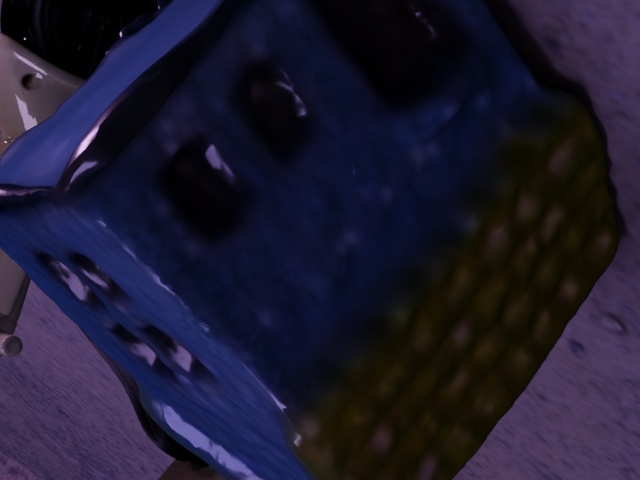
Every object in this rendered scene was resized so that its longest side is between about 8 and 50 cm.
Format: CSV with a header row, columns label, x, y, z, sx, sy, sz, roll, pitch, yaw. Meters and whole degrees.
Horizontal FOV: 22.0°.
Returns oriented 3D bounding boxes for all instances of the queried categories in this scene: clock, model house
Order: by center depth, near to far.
label,x,y,z,sx,sy,sz,roll,pitch,yaw
model house,0.000,0.000,0.828,0.303,0.237,0.215,50,158,-22
clock,-0.106,0.023,1.028,0.379,0.276,0.120,47,160,-25
